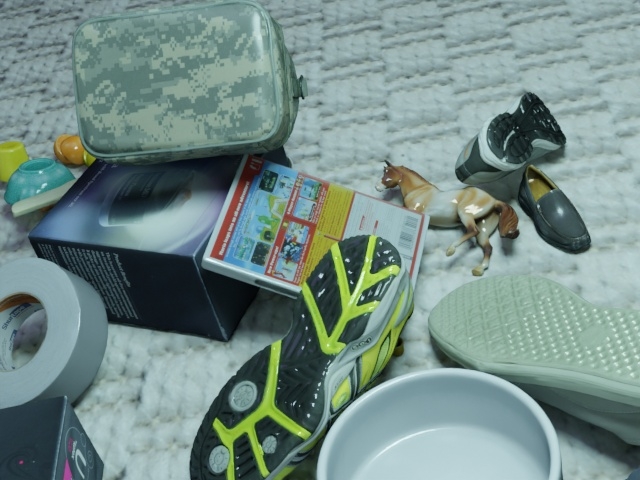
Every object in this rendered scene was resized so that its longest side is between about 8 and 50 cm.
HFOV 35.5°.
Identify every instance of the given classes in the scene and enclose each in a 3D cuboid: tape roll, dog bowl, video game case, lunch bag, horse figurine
[{"bbox_3d":[-0.412,0.137,1.411,0.219,0.072,0.219,-8,67,20],"label":"tape roll"},{"bbox_3d":[0.134,0.272,1.108,0.265,0.104,0.265,-9,39,7],"label":"dog bowl"},{"bbox_3d":[0.000,0.000,1.390,0.285,0.025,0.204,19,52,-2],"label":"video game case"},{"bbox_3d":[-0.185,-0.216,1.449,0.305,0.212,0.256,-6,-2,8],"label":"lunch bag"},{"bbox_3d":[0.188,-0.034,1.503,0.263,0.066,0.174,6,49,29],"label":"horse figurine"}]

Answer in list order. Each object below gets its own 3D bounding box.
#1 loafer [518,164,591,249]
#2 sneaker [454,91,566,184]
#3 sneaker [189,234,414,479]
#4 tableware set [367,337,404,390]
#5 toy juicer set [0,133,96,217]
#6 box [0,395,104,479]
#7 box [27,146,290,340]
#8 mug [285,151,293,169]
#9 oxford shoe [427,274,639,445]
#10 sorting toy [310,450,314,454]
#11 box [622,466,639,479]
[{"bbox_3d":[0.338,-0.048,1.468,0.062,0.061,0.170,-23,39,-10],"label":"loafer"},{"bbox_3d":[0.294,-0.155,1.559,0.108,0.100,0.271,-37,-8,40],"label":"sneaker"},{"bbox_3d":[-0.004,0.181,1.222,0.145,0.147,0.384,33,81,40],"label":"sneaker"},{"bbox_3d":[0.078,0.185,1.300,0.104,0.024,0.154,0,40,18],"label":"tableware set"},{"bbox_3d":[-0.466,-0.104,1.805,0.209,0.089,0.329,-13,28,-18],"label":"toy juicer set"},{"bbox_3d":[-0.419,0.316,1.213,0.271,0.143,0.165,-13,39,3],"label":"box"},{"bbox_3d":[-0.226,-0.025,1.541,0.294,0.182,0.296,6,43,24],"label":"box"},{"bbox_3d":[-0.088,-0.136,1.729,0.078,0.062,0.064,-10,30,-3],"label":"mug"},{"bbox_3d":[0.301,0.144,1.205,0.169,0.130,0.449,-44,31,-23],"label":"oxford shoe"},{"bbox_3d":[-0.039,0.259,1.258,0.062,0.012,0.083,-8,38,9],"label":"sorting toy"},{"bbox_3d":[0.494,0.286,0.907,0.313,0.179,0.343,-34,42,-20],"label":"box"}]
